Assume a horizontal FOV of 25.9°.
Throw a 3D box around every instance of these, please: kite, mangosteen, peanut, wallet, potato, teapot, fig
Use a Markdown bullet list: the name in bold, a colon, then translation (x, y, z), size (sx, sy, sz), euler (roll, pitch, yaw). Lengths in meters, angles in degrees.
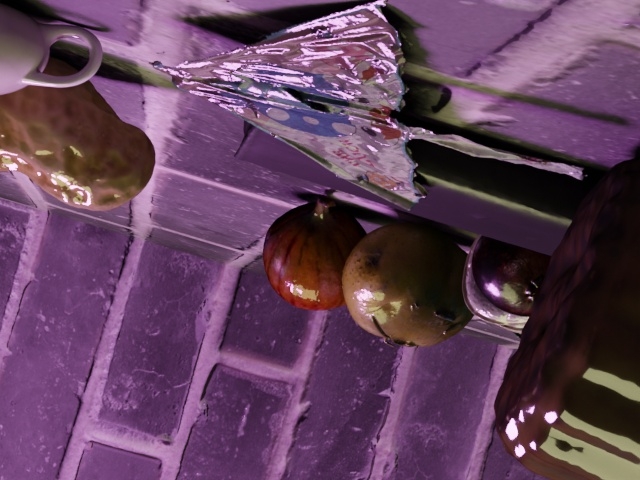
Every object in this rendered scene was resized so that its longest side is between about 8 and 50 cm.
- **kite**: translation (0.031, -0.097, 1.107), size (0.368, 0.014, 0.406), euler (15, 164, 11)
- **mangosteen**: translation (0.227, 0.017, 1.525), size (0.140, 0.140, 0.140), euler (16, 174, 2)
- **peanut**: translation (-0.326, -0.126, 1.429), size (0.325, 0.153, 0.140), euler (23, 160, 1)
- **wallet**: translation (0.124, -0.057, 1.332), size (0.406, 0.062, 0.228), euler (17, 173, -7)
- **potato**: translation (0.123, 0.061, 1.864), size (0.143, 0.169, 0.248), euler (23, 177, 35)
- **teapot**: translation (-0.310, -0.176, 1.255), size (0.226, 0.092, 0.145), euler (13, 175, 0)
- **fig**: translation (-0.012, 0.007, 1.919), size (0.149, 0.148, 0.202), euler (-19, 122, 13)

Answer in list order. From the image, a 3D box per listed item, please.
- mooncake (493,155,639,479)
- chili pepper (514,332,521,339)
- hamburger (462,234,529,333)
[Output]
- **mooncake**: translation (0.256, 0.068, 1.103), size (0.161, 0.290, 0.290), euler (23, 174, 3)
- **chili pepper**: translation (0.346, 0.101, 1.704), size (0.167, 0.213, 0.385), euler (-27, -142, -23)
- **hamburger**: translation (0.236, 0.044, 1.616), size (0.140, 0.133, 0.062), euler (2, 159, 32)
